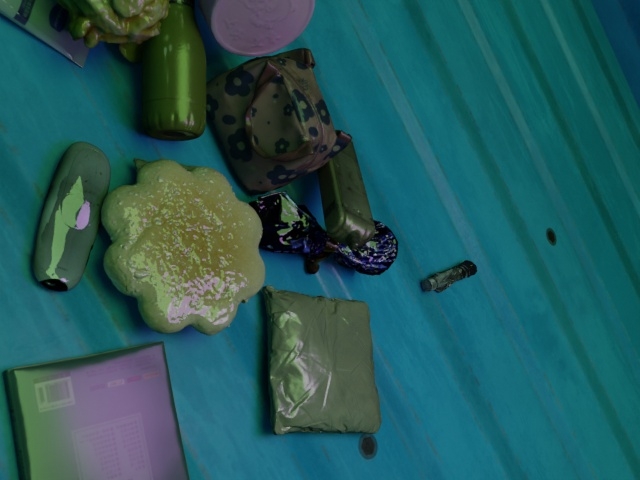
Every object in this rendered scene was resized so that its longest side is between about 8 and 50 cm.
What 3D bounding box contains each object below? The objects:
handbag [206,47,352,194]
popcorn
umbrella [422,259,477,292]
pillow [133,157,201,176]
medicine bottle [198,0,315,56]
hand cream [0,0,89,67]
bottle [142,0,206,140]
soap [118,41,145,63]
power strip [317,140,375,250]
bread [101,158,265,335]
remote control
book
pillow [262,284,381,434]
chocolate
[{"bbox_3d":[-0.081,-0.235,1.431,0.190,0.193,0.251,-32,100,-49],"label":"handbag"},{"bbox_3d":[-0.342,-0.399,1.222,0.167,0.187,0.185,52,14,-53],"label":"popcorn"},{"bbox_3d":[0.312,0.090,1.797,0.188,0.046,0.050,-17,93,-45],"label":"umbrella"},{"bbox_3d":[-0.247,-0.029,1.310,0.148,0.050,0.229,0,73,-48],"label":"pillow"},{"bbox_3d":[-0.151,-0.515,1.383,0.202,0.202,0.315,9,48,-41],"label":"medicine bottle"},{"bbox_3d":[-0.505,-0.406,1.201,0.321,0.067,0.109,33,55,-40],"label":"hand cream"},{"bbox_3d":[-0.258,-0.312,1.323,0.112,0.112,0.260,4,83,-42],"label":"bottle"},{"bbox_3d":[-0.313,-0.374,1.371,0.168,0.033,0.089,-29,96,-45],"label":"soap"},{"bbox_3d":[0.042,-0.104,1.487,0.092,0.066,0.387,26,30,-25],"label":"power strip"},{"bbox_3d":[-0.218,0.005,1.258,0.316,0.054,0.316,13,68,-33],"label":"bread"},{"bbox_3d":[-0.388,-0.043,1.184,0.097,0.045,0.256,22,65,-36],"label":"remote control"},{"bbox_3d":[-0.315,0.357,1.129,0.264,0.031,0.379,-4,80,-43],"label":"book"},{"bbox_3d":[0.011,0.234,1.446,0.281,0.076,0.274,13,66,-41],"label":"pillow"},{"bbox_3d":[-0.005,-0.002,1.486,0.343,0.126,0.148,13,108,-36],"label":"chocolate"}]
